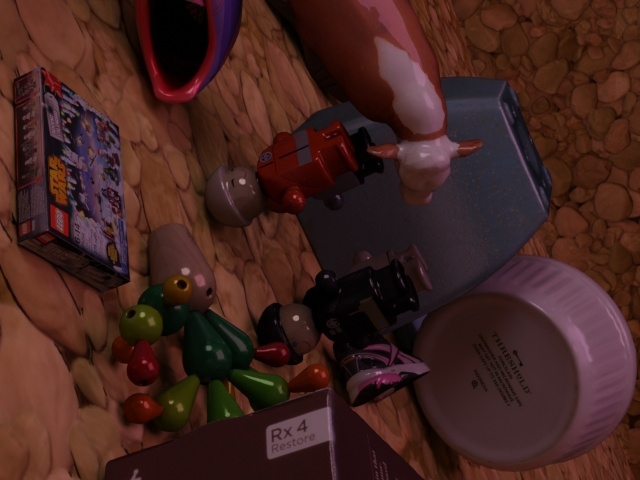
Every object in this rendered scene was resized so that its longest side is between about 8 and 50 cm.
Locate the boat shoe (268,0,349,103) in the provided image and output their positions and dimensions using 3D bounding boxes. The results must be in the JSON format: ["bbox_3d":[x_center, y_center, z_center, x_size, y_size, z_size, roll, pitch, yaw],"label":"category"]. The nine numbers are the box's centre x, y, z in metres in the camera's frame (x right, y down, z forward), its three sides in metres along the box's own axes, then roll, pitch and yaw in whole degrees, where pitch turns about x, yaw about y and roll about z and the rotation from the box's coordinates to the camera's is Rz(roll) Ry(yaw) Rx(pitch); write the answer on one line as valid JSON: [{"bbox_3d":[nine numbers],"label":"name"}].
[{"bbox_3d":[0.011,-0.294,1.456,0.285,0.104,0.089,55,26,-34],"label":"boat shoe"}]

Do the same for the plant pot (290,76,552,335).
[{"bbox_3d":[0.130,-0.064,1.307,0.247,0.252,0.248,66,19,-11],"label":"plant pot"}]

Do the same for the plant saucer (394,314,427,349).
[{"bbox_3d":[0.125,0.100,1.483,0.067,0.018,0.192,69,18,1],"label":"plant saucer"}]

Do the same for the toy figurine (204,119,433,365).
[{"bbox_3d":[0.000,0.000,1.063,0.213,0.148,0.209,66,13,-1],"label":"toy figurine"}]

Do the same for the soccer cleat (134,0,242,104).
[{"bbox_3d":[-0.107,-0.264,0.923,0.116,0.108,0.318,-83,180,-50],"label":"soccer cleat"}]

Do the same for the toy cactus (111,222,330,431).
[{"bbox_3d":[-0.086,0.062,0.831,0.219,0.112,0.181,25,36,-52],"label":"toy cactus"}]

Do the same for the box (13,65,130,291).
[{"bbox_3d":[-0.174,-0.043,0.785,0.094,0.027,0.137,39,34,-54],"label":"box"}]

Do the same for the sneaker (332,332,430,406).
[{"bbox_3d":[0.064,0.127,1.208,0.077,0.072,0.178,62,11,13],"label":"sneaker"}]

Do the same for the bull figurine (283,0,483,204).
[{"bbox_3d":[0.038,-0.184,1.022,0.310,0.101,0.188,60,0,-18],"label":"bull figurine"}]

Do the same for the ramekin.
[{"bbox_3d":[0.235,0.157,1.365,0.127,0.272,0.273,-13,81,-58],"label":"ramekin"}]

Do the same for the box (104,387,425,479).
[{"bbox_3d":[-0.015,0.229,0.711,0.203,0.168,0.167,48,28,-46],"label":"box"}]
